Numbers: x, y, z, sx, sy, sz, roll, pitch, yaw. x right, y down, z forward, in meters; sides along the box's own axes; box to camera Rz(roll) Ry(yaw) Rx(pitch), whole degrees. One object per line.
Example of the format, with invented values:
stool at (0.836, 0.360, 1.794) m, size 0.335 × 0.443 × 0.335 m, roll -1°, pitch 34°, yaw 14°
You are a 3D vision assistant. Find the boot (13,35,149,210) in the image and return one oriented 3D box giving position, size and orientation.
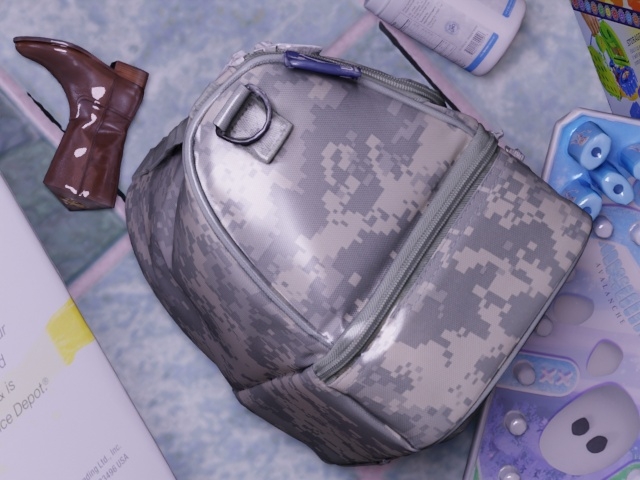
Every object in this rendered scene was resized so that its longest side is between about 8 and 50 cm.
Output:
boot at (-0.187, -0.083, 1.431) m, size 0.106 × 0.037 × 0.114 m, roll 18°, pitch 84°, yaw -8°

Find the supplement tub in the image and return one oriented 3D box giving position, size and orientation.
supplement tub at (0.095, -0.178, 1.489) m, size 0.107 × 0.071 × 0.071 m, roll 31°, pitch 77°, yaw -8°

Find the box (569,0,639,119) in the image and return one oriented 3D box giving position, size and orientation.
box at (0.344, -0.245, 1.501) m, size 0.290 × 0.177 × 0.279 m, roll -19°, pitch 88°, yaw -14°

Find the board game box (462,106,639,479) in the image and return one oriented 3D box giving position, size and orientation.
board game box at (0.314, 0.128, 1.434) m, size 0.390 × 0.050 × 0.390 m, roll 10°, pitch 104°, yaw -13°

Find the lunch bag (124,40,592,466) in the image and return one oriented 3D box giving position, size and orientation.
lunch bag at (0.000, 0.000, 1.324) m, size 0.256 × 0.305 × 0.212 m, roll 35°, pitch 76°, yaw -8°

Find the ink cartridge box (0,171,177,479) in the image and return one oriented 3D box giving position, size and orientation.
ink cartridge box at (-0.266, 0.142, 1.206) m, size 0.279 × 0.160 × 0.385 m, roll -43°, pitch 114°, yaw -41°
